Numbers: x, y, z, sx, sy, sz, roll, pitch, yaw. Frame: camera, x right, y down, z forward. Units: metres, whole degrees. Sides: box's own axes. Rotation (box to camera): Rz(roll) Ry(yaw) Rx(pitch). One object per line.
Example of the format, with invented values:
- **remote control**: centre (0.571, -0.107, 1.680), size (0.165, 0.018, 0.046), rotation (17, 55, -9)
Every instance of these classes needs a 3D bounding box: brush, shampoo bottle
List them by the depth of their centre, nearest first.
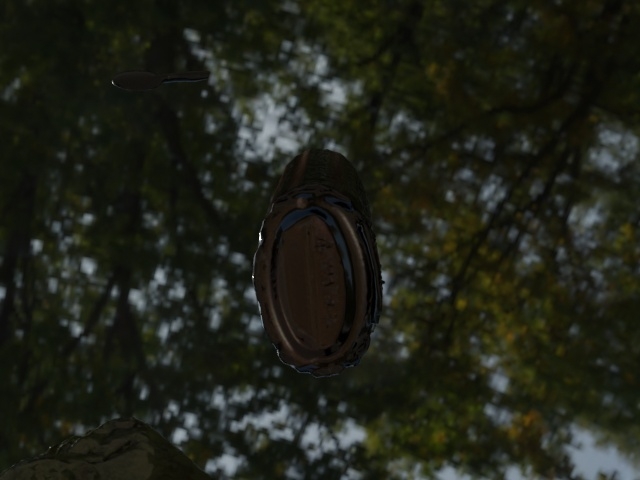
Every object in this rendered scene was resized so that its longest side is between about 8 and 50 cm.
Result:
- **shampoo bottle**: centre (0.000, 0.000, 1.014), size (0.084, 0.129, 0.323), rotation (-7, -170, 2)
- **brush**: centre (-0.125, -0.128, 1.094), size (0.083, 0.008, 0.024), rotation (-10, -134, -28)

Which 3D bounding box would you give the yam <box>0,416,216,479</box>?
- **yam**: centre (-0.104, 0.255, 0.924), size (0.300, 0.195, 0.195), rotation (34, -144, 25)
